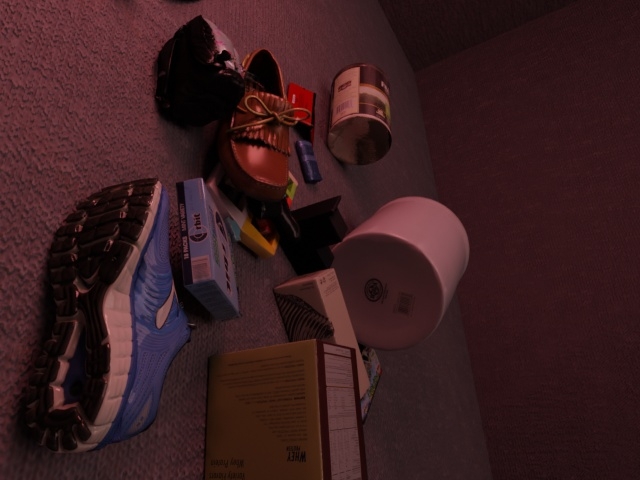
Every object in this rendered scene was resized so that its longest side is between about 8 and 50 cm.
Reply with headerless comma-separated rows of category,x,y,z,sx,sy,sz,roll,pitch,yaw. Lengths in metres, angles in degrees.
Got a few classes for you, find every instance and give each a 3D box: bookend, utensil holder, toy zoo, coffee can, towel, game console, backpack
bookend,0.000,0.000,0.951,0.156,0.158,0.072,61,29,-23
utensil holder,0.210,0.072,1.148,0.385,0.328,0.327,-31,103,-60
toy zoo,-0.137,-0.097,0.865,0.192,0.030,0.293,51,34,-32
coffee can,0.129,-0.414,1.391,0.201,0.202,0.275,46,38,-44
towel,-0.032,-0.215,1.156,0.067,0.029,0.119,-11,86,-63
game console,-0.055,-0.355,1.210,0.124,0.085,0.143,18,53,-23
backpack,-0.208,-0.302,0.756,0.115,0.152,0.181,39,30,-57

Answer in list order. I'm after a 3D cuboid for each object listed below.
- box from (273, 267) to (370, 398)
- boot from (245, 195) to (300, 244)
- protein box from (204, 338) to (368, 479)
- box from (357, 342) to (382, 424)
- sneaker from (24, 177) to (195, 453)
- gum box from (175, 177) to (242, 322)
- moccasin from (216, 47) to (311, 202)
box,0.005,0.206,0.898,0.094,0.113,0.274,-22,94,-63
boot,-0.093,-0.048,0.832,0.099,0.045,0.121,6,60,-62
protein box,-0.053,0.271,0.643,0.136,0.200,0.200,32,48,-54
box,0.103,0.354,1.089,0.113,0.036,0.207,67,27,-14
sneaker,-0.236,0.074,0.518,0.147,0.130,0.329,55,31,-61
gum box,-0.163,0.023,0.635,0.184,0.041,0.156,88,-10,-64
moccasin,-0.108,-0.231,0.806,0.139,0.147,0.379,19,46,-25
